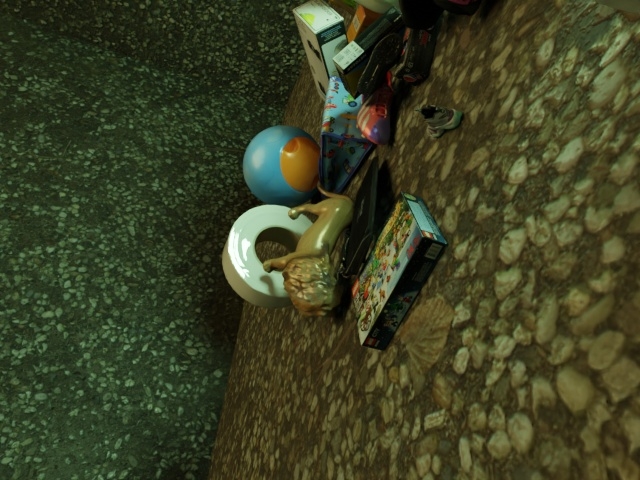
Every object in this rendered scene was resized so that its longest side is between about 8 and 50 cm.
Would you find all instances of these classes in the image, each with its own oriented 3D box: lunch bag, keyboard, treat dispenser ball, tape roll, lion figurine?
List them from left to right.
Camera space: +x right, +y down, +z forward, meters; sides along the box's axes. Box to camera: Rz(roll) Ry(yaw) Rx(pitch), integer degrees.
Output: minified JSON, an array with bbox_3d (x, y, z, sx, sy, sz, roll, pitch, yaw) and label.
[{"bbox_3d":[-0.127,0.043,1.319,0.100,0.286,0.286,127,156,-56],"label":"tape roll"},{"bbox_3d":[-0.128,-0.257,1.642,0.288,0.288,0.288,-164,90,-76],"label":"treat dispenser ball"},{"bbox_3d":[0.000,0.000,1.163,0.240,0.142,0.391,-6,60,52],"label":"lion figurine"},{"bbox_3d":[0.060,-0.274,1.338,0.293,0.138,0.220,105,173,-59],"label":"lunch bag"},{"bbox_3d":[0.087,-0.036,1.011,0.317,0.033,0.201,-76,8,-53],"label":"keyboard"}]

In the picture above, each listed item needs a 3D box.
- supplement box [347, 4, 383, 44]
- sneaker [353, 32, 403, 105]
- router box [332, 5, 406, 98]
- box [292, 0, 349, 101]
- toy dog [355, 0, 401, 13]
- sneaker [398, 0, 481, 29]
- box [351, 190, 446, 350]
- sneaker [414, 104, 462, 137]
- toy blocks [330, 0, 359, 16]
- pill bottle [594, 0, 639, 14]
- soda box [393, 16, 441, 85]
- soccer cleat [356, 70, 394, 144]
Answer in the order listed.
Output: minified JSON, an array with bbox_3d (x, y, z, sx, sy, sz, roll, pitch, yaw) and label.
[{"bbox_3d":[0.123,-0.646,1.535,0.233,0.078,0.080,124,143,-52],"label":"supplement box"},{"bbox_3d":[0.126,-0.379,1.042,0.170,0.051,0.089,-55,-1,24],"label":"sneaker"},{"bbox_3d":[0.122,-0.429,1.079,0.179,0.046,0.133,-41,-20,4],"label":"router box"},{"bbox_3d":[0.026,-0.519,1.345,0.169,0.087,0.290,61,176,37],"label":"box"},{"bbox_3d":[0.051,-0.734,1.195,0.284,0.408,0.395,118,164,-65],"label":"toy dog"},{"bbox_3d":[0.255,-0.478,0.738,0.483,0.186,0.202,-161,69,-79],"label":"sneaker"},{"bbox_3d":[0.125,0.052,0.815,0.159,0.044,0.233,-98,27,-59],"label":"box"},{"bbox_3d":[0.191,-0.212,0.807,0.098,0.069,0.038,162,124,-73],"label":"sneaker"},{"bbox_3d":[0.098,-0.893,1.464,0.260,0.382,0.190,-58,42,16],"label":"toy blocks"},{"bbox_3d":[0.297,-0.348,0.343,0.169,0.169,0.301,174,112,-75],"label":"pill bottle"},{"bbox_3d":[0.209,-0.423,0.997,0.053,0.060,0.168,163,123,-72],"label":"soda box"},{"bbox_3d":[0.140,-0.323,1.123,0.095,0.083,0.248,-55,20,41],"label":"soccer cleat"}]
